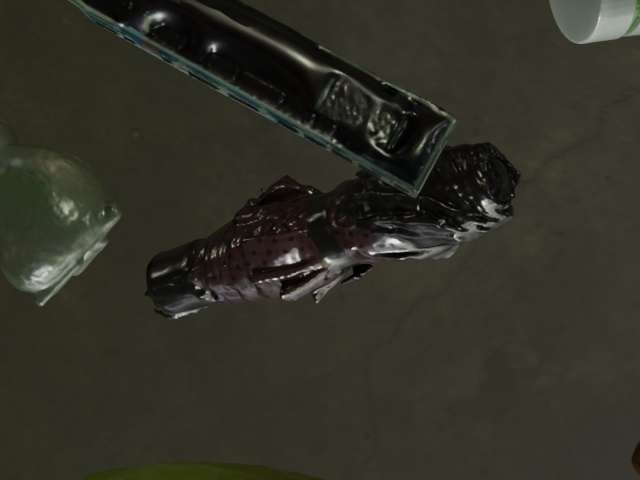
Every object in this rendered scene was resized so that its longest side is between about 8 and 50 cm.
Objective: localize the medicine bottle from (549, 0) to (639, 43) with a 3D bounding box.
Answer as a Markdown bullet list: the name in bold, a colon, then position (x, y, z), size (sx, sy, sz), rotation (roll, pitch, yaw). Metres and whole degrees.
- **medicine bottle**: position (0.263, -0.196, 1.083), size (0.183, 0.086, 0.086), rotation (-11, 89, -16)

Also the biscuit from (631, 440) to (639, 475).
- **biscuit**: position (0.295, 0.173, 0.860), size (0.207, 0.164, 0.047), rotation (9, 118, -22)

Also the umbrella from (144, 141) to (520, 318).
- **umbrella**: position (0.000, 0.000, 1.148), size (0.326, 0.090, 0.094), rotation (-19, 117, 32)

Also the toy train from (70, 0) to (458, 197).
- **toy train**: position (-0.033, -0.089, 0.743), size (0.207, 0.047, 0.043), rotation (29, 85, 2)

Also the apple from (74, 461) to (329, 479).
- **apple**: position (-0.011, 0.211, 0.315), size (0.339, 0.339, 0.340), rotation (1, 93, 19)

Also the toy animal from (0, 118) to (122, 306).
- **toy animal**: position (-0.302, -0.067, 1.389), size (0.251, 0.125, 0.127), rotation (44, 84, 0)
